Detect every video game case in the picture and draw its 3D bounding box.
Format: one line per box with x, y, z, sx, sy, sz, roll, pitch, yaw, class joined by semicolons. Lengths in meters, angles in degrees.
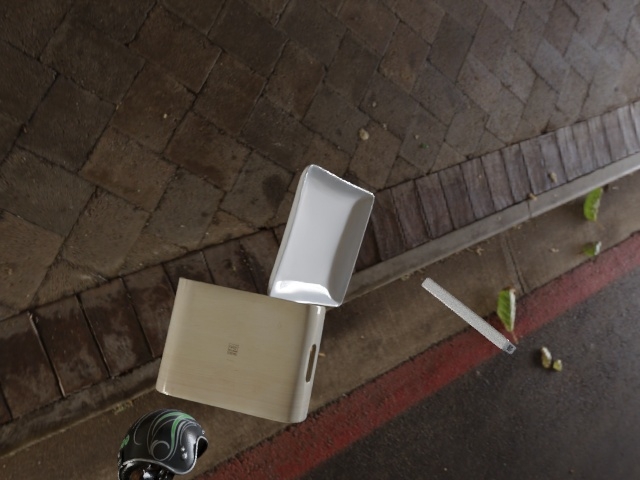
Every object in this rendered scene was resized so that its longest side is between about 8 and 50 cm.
0.147;0.076;0.479;0.011;0.087;0.122;-52;152;4;video game case

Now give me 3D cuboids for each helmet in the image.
-0.326;0.435;1.032;0.169;0.161;0.169;2;117;4;helmet

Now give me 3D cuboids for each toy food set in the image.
-0.157;0.206;0.961;0.306;0.092;0.219;10;84;7;toy food set

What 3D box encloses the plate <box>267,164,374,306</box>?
0.000;0.000;1.056;0.277;0.045;0.278;15;92;-55;plate
